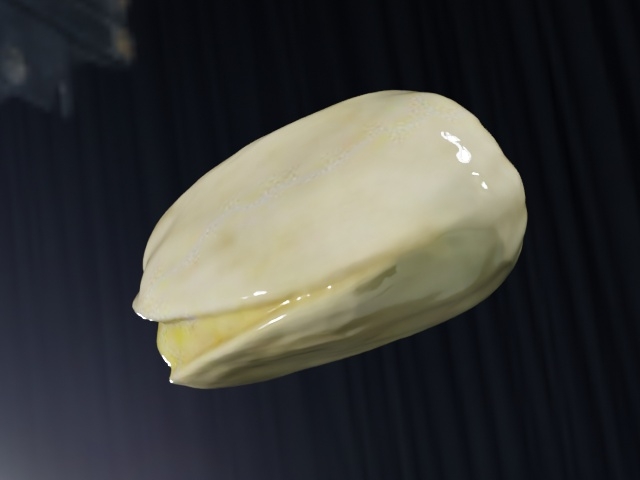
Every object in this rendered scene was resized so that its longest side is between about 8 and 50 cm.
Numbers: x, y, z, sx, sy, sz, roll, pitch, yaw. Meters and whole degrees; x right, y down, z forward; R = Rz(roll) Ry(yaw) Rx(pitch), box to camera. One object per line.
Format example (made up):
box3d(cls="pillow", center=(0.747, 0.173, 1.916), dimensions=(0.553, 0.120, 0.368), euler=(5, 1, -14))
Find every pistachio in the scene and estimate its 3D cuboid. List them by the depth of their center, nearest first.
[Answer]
box3d(cls="pistachio", center=(0.000, 0.000, 0.906), dimensions=(0.200, 0.117, 0.145), euler=(-20, 5, 9))
